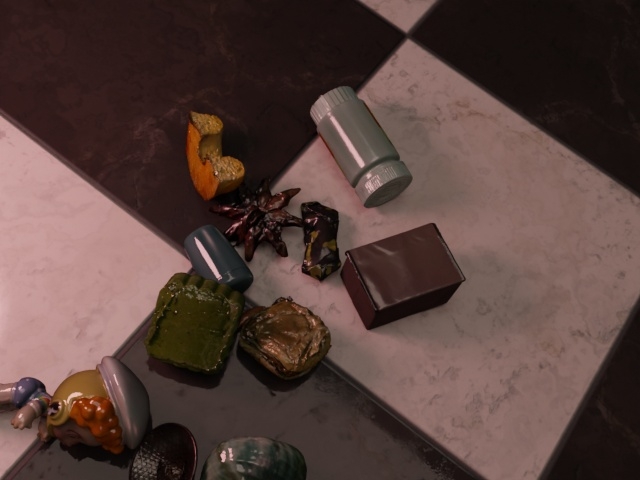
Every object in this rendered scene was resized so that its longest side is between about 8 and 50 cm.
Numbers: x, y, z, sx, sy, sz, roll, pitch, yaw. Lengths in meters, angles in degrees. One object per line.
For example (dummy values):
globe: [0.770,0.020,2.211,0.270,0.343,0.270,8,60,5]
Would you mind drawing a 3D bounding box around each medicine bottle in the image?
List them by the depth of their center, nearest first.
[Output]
medicine bottle: [0.106,-0.259,2.101,0.158,0.158,0.318,-25,73,-20]

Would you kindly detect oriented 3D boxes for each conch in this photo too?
conch: [-0.159,0.538,1.697,0.220,0.195,0.277,58,39,-14]

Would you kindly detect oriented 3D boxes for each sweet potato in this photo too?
sweet potato: [-0.176,0.189,1.917,0.095,0.034,0.034,-32,75,-33]

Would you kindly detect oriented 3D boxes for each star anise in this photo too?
star anise: [-0.165,-0.073,1.988,0.272,0.102,0.272,0,68,1]

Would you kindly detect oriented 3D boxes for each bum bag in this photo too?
bum bag: [0.000,0.000,2.018,0.106,0.060,0.232,-2,64,-2]

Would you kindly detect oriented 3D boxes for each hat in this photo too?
hat: [-0.330,0.512,1.720,0.193,0.082,0.193,-16,57,27]

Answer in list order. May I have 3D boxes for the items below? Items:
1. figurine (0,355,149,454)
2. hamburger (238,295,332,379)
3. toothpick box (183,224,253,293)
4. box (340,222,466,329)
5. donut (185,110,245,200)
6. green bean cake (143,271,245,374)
figurine: [-0.560,0.341,1.671,0.382,0.224,0.205,10,61,-6]
hamburger: [-0.084,0.247,1.870,0.206,0.130,0.183,36,56,23]
toothpick box: [-0.260,0.055,1.914,0.120,0.120,0.184,-28,71,-21]
box: [0.202,0.094,1.964,0.252,0.153,0.188,-20,69,-18]
donut: [-0.289,-0.203,2.014,0.101,0.152,0.259,-10,57,-30]
green bean cake: [-0.293,0.196,1.802,0.200,0.113,0.214,17,100,1]
